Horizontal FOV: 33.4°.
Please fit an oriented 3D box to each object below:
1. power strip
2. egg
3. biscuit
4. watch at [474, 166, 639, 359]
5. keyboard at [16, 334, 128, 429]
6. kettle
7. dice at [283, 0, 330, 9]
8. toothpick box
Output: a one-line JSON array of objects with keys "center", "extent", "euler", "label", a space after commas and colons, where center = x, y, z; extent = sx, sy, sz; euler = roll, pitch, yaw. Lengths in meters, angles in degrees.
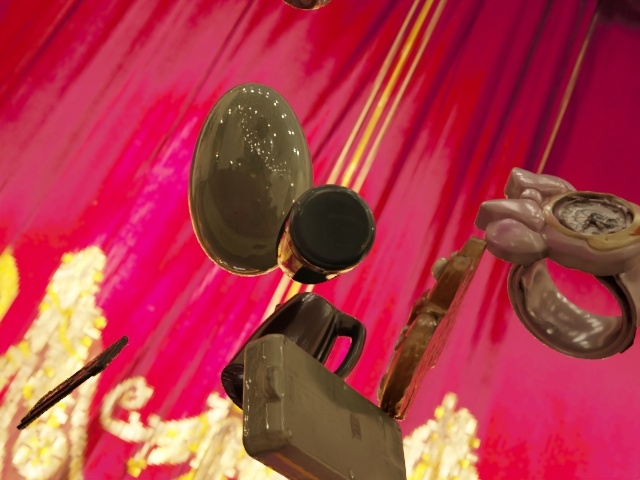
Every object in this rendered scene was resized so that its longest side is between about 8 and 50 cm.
[{"center": [0.012, 0.191, 1.037], "extent": [0.046, 0.118, 0.270], "euler": [-24, -41, 24], "label": "power strip"}, {"center": [-0.125, -0.116, 1.943], "extent": [0.229, 0.371, 0.230], "euler": [1, -20, 0], "label": "egg"}, {"center": [0.122, 0.103, 1.250], "extent": [0.047, 0.339, 0.216], "euler": [23, -66, 12], "label": "biscuit"}, {"center": [0.340, 0.048, 1.482], "extent": [0.248, 0.211, 0.218], "euler": [19, -52, 27], "label": "watch"}, {"center": [-0.303, 0.175, 1.298], "extent": [0.013, 0.061, 0.204], "euler": [47, -52, -10], "label": "keyboard"}, {"center": [-0.037, 0.196, 1.882], "extent": [0.202, 0.232, 0.144], "euler": [11, -45, 29], "label": "kettle"}, {"center": [-0.021, -0.449, 1.784], "extent": [0.091, 0.094, 0.093], "euler": [21, -34, 27], "label": "dice"}, {"center": [0.000, 0.000, 1.487], "extent": [0.120, 0.120, 0.184], "euler": [28, -17, -4], "label": "toothpick box"}]
